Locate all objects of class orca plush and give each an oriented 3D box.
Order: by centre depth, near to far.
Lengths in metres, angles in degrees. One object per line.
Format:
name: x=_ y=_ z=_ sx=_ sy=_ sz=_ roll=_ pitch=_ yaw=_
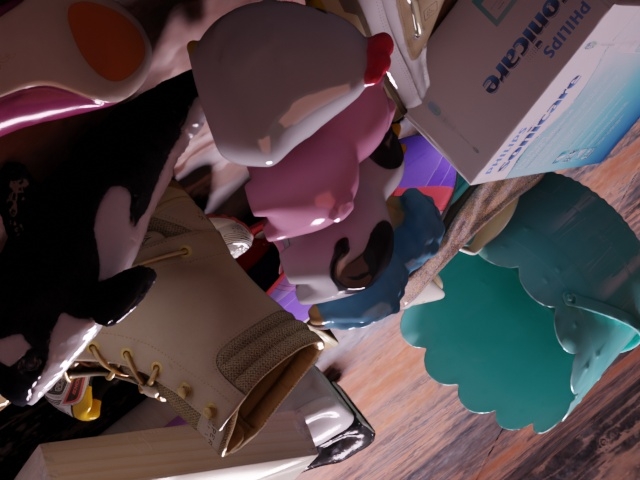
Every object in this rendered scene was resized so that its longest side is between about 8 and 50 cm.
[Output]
orca plush: x=-0.168 y=-0.026 z=1.080 sx=0.102 sy=0.151 sz=0.287 roll=32 pitch=105 yaw=-35

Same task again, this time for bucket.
bucket: x=0.238 y=0.066 z=1.808 sx=0.183 sy=0.281 sz=0.281 roll=-37 pitch=160 yaw=-29

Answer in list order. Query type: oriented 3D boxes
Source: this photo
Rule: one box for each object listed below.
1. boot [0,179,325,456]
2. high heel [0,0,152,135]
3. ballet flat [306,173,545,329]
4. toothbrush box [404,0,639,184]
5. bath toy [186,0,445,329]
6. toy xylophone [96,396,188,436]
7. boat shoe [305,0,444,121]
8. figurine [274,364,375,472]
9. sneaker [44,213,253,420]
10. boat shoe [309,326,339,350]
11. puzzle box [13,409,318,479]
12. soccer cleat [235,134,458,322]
boot: x=-0.149 y=0.100 z=1.211 sx=0.262 sy=0.203 sz=0.095 roll=-39 pitch=159 yaw=-15
high heel: x=-0.204 y=-0.091 z=0.947 sx=0.117 sy=0.082 sz=0.244 roll=-22 pitch=-173 yaw=32
ballet flat: x=0.119 y=0.000 z=1.640 sx=0.316 sy=0.107 sz=0.106 roll=-42 pitch=130 yaw=0
toothbrush box: x=0.232 y=-0.180 z=1.487 sx=0.295 sy=0.126 sz=0.216 roll=-14 pitch=146 yaw=-55
bath toy: x=0.009 y=-0.063 z=1.106 sx=0.129 sy=0.151 sz=0.348 roll=-18 pitch=154 yaw=5
toy xylophone: x=-0.190 y=0.264 z=1.655 sx=0.236 sy=0.081 sz=0.323 roll=-40 pitch=160 yaw=-7
boat shoe: x=0.047 y=-0.181 z=1.149 sx=0.103 sy=0.113 sz=0.302 roll=-37 pitch=159 yaw=1
figurine: x=-0.051 y=0.259 z=1.915 sx=0.209 sy=0.092 sz=0.215 roll=-39 pitch=159 yaw=0
sneaker: x=-0.143 y=0.065 z=1.321 sx=0.225 sy=0.093 sz=0.088 roll=-41 pitch=160 yaw=-8
boat shoe: x=-0.024 y=0.098 z=1.688 sx=0.045 sy=0.050 sz=0.135 roll=-42 pitch=151 yaw=8
puzzle box: x=-0.210 y=0.293 z=1.520 sx=0.272 sy=0.052 sz=0.409 roll=-4 pitch=149 yaw=-35
soccer cleat: x=0.000 y=0.000 z=1.452 sx=0.318 sy=0.108 sz=0.116 roll=-37 pitch=156 yaw=-9
